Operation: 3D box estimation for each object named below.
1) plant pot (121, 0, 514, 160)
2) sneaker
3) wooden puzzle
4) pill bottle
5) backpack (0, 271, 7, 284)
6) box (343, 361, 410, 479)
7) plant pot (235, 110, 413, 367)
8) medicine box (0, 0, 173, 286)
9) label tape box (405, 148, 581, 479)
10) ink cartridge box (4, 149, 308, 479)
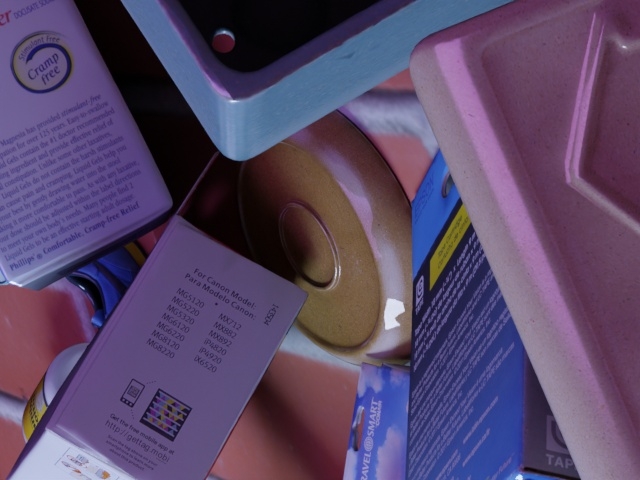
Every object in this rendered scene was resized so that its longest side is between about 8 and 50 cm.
[{"bbox_3d":[-0.019,-0.193,1.100,0.248,0.247,0.252,56,168,12],"label":"plant pot"},{"bbox_3d":[-0.169,0.096,1.708,0.209,0.082,0.069,55,147,12],"label":"sneaker"},{"bbox_3d":[0.254,-0.008,0.853,0.347,0.080,0.322,-19,100,26],"label":"wooden puzzle"},{"bbox_3d":[-0.259,0.185,1.895,0.103,0.103,0.184,57,150,11],"label":"pill bottle"},{"bbox_3d":[-0.331,-0.049,1.792,0.166,0.144,0.188,28,138,38],"label":"backpack"},{"bbox_3d":[0.089,0.156,1.338,0.178,0.042,0.109,9,90,56],"label":"box"},{"bbox_3d":[0.000,0.000,1.413,0.236,0.032,0.236,37,140,38],"label":"plant pot"},{"bbox_3d":[-0.251,-0.117,1.510,0.289,0.149,0.263,63,174,-1],"label":"medicine box"},{"bbox_3d":[0.133,0.058,1.130,0.241,0.106,0.334,115,163,-54],"label":"label tape box"},{"bbox_3d":[-0.129,0.103,1.509,0.130,0.272,0.309,32,159,-5],"label":"ink cartridge box"}]
